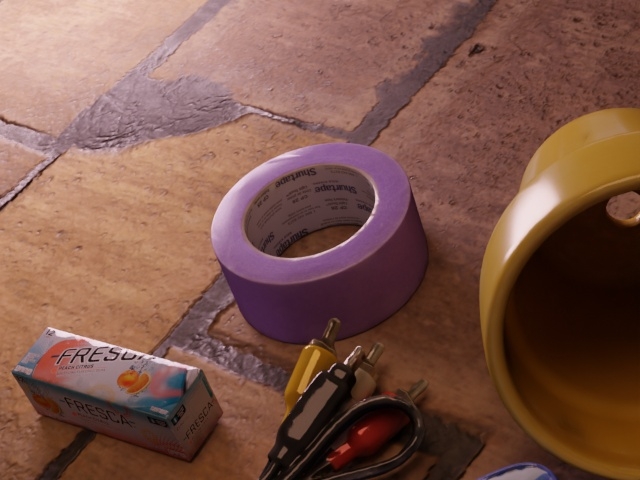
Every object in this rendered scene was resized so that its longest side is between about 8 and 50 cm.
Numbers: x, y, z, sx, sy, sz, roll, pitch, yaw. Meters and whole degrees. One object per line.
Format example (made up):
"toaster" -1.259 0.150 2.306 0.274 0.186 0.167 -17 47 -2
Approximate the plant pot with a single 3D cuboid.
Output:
"plant pot" 0.245 0.015 1.078 0.254 0.254 0.239 -12 25 9

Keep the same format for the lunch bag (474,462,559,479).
"lunch bag" 0.095 0.257 0.974 0.219 0.090 0.176 -20 38 -2

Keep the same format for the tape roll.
"tape roll" 0.000 0.000 1.300 0.189 0.080 0.189 -12 41 11

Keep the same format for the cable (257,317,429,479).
"cable" -0.021 0.196 1.134 0.139 0.072 0.287 32 73 24

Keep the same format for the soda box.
"soda box" -0.179 0.133 1.237 0.183 0.063 0.058 11 50 31
